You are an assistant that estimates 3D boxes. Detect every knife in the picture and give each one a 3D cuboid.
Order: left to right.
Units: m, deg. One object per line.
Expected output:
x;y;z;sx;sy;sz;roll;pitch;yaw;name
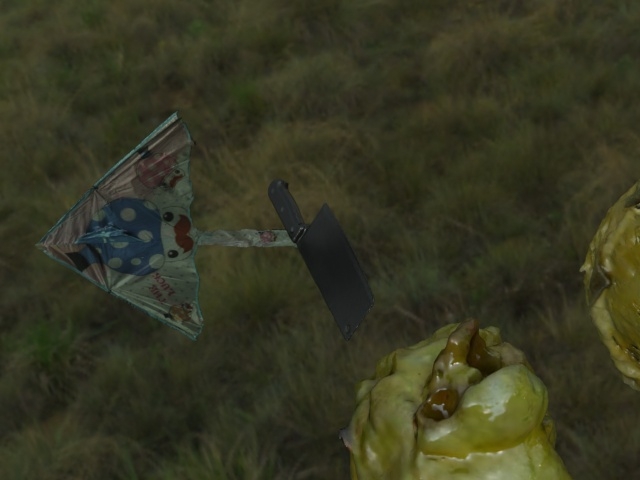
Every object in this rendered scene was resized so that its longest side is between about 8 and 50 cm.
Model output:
0.000;0.000;1.112;0.019;0.072;0.245;10;36;-37;knife

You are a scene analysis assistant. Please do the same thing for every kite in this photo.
-0.167;-0.003;1.147;0.314;0.335;0.011;-3;40;-7;kite

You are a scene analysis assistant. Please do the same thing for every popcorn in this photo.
0.114;0.187;0.880;0.192;0.266;0.233;1;40;-8;popcorn

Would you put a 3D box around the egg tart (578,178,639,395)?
0.372;0.046;0.797;0.341;0.341;0.132;-8;40;17;egg tart
